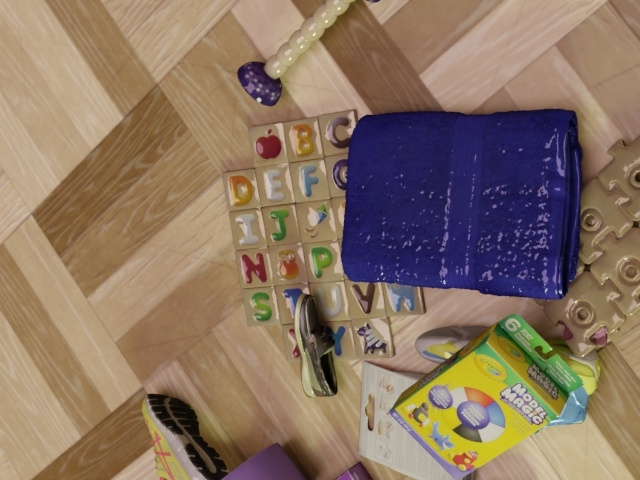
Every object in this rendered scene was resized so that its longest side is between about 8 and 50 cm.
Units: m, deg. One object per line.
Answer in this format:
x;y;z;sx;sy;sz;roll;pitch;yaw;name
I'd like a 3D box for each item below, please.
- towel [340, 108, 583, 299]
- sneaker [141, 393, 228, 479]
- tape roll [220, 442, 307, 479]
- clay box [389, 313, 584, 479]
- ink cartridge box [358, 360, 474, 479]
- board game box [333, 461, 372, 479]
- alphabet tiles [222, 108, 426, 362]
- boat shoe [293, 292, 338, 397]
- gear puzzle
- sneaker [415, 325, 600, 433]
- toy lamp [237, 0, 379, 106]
0.176;-0.048;1.500;0.308;0.076;0.227;3;87;32;towel
-0.220;0.311;1.776;0.094;0.081;0.208;-58;45;21;sneaker
-0.110;0.375;1.696;0.189;0.189;0.080;-44;77;28;tape roll
0.201;0.194;1.472;0.127;0.053;0.222;45;130;-2;clay box
0.132;0.249;1.634;0.179;0.045;0.145;15;108;45;ink cartridge box
0.078;0.511;1.701;0.208;0.056;0.347;-41;79;25;board game box
0.000;0.000;1.664;0.285;0.011;0.342;-6;97;30;alphabet tiles
-0.002;0.145;1.660;0.049;0.056;0.152;0;109;24;boat shoe
0.384;-0.027;1.427;0.339;0.044;0.175;-46;65;24;gear puzzle
0.232;0.182;1.524;0.240;0.091;0.126;6;103;27;sneaker
0.000;-0.290;1.569;0.275;0.080;0.080;-41;79;28;toy lamp
